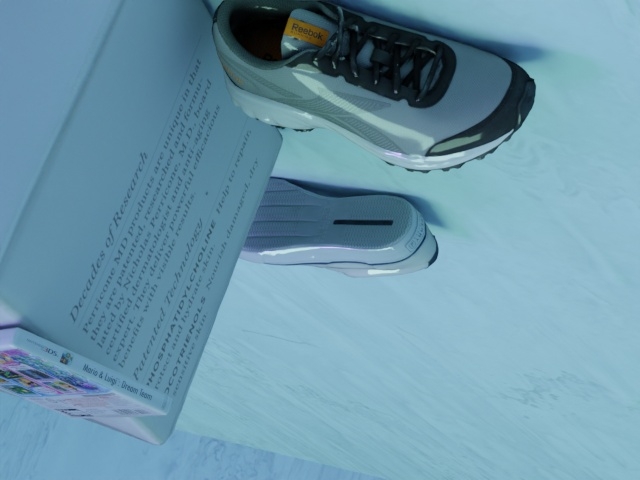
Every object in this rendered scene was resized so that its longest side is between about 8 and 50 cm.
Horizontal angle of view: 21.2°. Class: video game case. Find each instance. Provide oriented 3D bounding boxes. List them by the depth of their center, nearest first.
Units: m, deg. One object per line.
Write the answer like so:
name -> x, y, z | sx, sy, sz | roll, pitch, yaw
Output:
video game case -> -0.213, 0.106, 1.334 | 0.143, 0.019, 0.157 | 29, 158, -31

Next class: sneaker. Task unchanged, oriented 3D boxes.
sneaker -> 0.032, -0.127, 1.310 | 0.272, 0.100, 0.108 | 13, 157, 25
sneaker -> 0.000, 0.000, 1.755 | 0.258, 0.094, 0.091 | 8, 155, 33

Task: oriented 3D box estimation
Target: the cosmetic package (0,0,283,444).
cosmetic package -> -0.276, -0.066, 1.464 | 0.329, 0.327, 0.393 | 14, 162, 21
